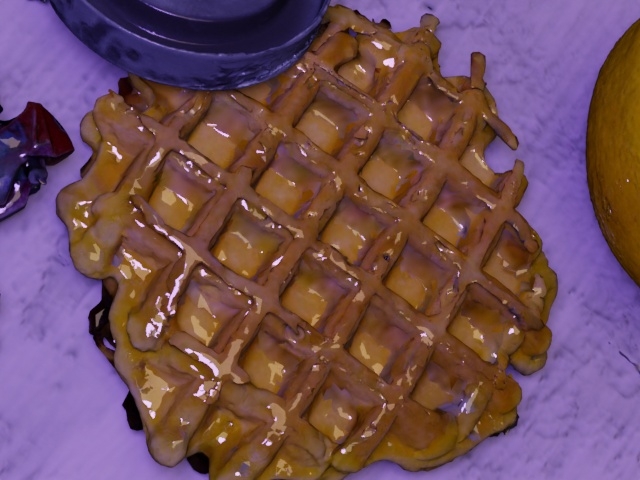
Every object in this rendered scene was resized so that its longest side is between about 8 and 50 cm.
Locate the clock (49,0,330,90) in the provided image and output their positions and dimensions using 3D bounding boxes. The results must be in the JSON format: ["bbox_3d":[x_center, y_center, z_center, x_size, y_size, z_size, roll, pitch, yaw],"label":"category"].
[{"bbox_3d":[-0.101,-0.208,1.386,0.226,0.049,0.226,11,49,-13],"label":"clock"}]

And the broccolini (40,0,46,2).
[{"bbox_3d":[-0.257,-0.226,1.387,0.140,0.035,0.030,32,66,-9],"label":"broccolini"}]

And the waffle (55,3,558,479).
[{"bbox_3d":[0.000,0.000,1.403,0.382,0.095,0.379,-13,80,-24],"label":"waffle"}]

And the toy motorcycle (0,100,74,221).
[{"bbox_3d":[-0.247,-0.019,1.322,0.122,0.082,0.213,10,83,-7],"label":"toy motorcycle"}]

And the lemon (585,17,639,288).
[{"bbox_3d":[0.321,-0.063,1.453,0.236,0.236,0.263,-21,63,-22],"label":"lemon"}]
